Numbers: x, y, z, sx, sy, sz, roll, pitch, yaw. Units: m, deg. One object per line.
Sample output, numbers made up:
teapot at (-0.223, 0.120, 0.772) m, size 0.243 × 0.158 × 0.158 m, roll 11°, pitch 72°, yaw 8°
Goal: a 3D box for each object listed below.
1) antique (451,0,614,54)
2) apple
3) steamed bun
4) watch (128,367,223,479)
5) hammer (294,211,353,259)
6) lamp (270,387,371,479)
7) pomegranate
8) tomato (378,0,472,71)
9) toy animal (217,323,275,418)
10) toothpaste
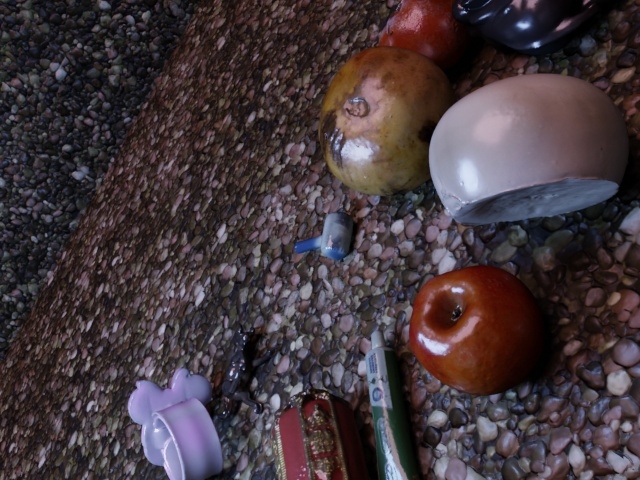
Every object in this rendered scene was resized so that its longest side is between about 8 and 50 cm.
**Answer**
antique at (0.427, -0.502, 1.391) m, size 0.255 × 0.185 × 0.322 m, roll -51°, pitch 41°, yaw 11°
apple at (0.261, 0.149, 1.153) m, size 0.218 × 0.201 × 0.218 m, roll -25°, pitch 46°, yaw 29°
steamed bun at (0.338, -0.155, 1.146) m, size 0.324 × 0.324 × 0.206 m, roll -19°, pitch 74°, yaw 42°
watch at (-0.316, 0.447, 1.630) m, size 0.218 × 0.211 × 0.248 m, roll 8°, pitch 109°, yaw 56°
hammer at (0.000, 0.000, 1.670) m, size 0.194 × 0.070 × 0.116 m, roll -18°, pitch 55°, yaw 49°
lamp at (0.001, 0.422, 1.313) m, size 0.177 × 0.177 × 0.274 m, roll -40°, pitch 43°, yaw 26°
pomegranate at (0.144, -0.251, 1.481) m, size 0.322 × 0.322 × 0.322 m, roll -28°, pitch 47°, yaw 36°
tomato at (0.247, -0.473, 1.580) m, size 0.232 × 0.189 × 0.232 m, roll -53°, pitch 2°, yaw 3°
toy animal at (-0.186, 0.324, 1.681) m, size 0.148 × 0.085 × 0.232 m, roll -15°, pitch 61°, yaw 65°
toothpaste at (0.133, 0.345, 1.292) m, size 0.099 × 0.061 × 0.392 m, roll -32°, pitch 49°, yaw 33°
